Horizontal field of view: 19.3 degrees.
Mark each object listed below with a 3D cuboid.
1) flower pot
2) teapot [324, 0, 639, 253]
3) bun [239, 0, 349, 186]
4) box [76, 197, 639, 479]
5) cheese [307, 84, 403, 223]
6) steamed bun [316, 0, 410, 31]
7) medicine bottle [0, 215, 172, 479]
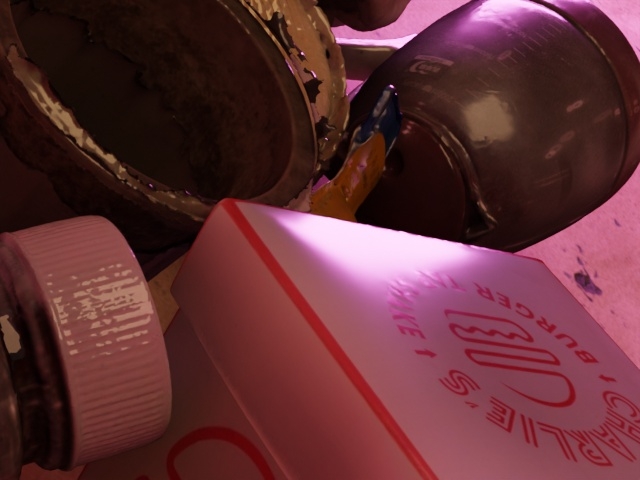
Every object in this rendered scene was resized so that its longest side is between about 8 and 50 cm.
[{"bbox_3d":[-0.173,-0.056,1.330,0.290,0.259,0.290,29,35,-24],"label":"flower pot"},{"bbox_3d":[0.101,-0.107,1.734,0.315,0.233,0.312,28,33,24],"label":"teapot"},{"bbox_3d":[-0.102,-0.125,1.560,0.259,0.152,0.259,26,49,-34],"label":"bun"},{"bbox_3d":[0.052,0.195,1.231,0.314,0.300,0.312,10,31,-40],"label":"box"},{"bbox_3d":[0.000,0.000,1.513,0.069,0.177,0.270,26,74,17],"label":"cheese"},{"bbox_3d":[-0.030,-0.328,1.686,0.352,0.339,0.247,19,50,11],"label":"steamed bun"},{"bbox_3d":[-0.241,0.086,1.122,0.273,0.165,0.165,-16,65,-20],"label":"medicine bottle"}]
